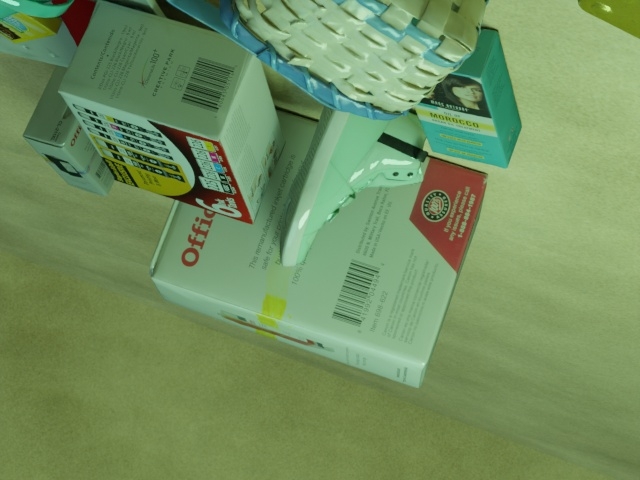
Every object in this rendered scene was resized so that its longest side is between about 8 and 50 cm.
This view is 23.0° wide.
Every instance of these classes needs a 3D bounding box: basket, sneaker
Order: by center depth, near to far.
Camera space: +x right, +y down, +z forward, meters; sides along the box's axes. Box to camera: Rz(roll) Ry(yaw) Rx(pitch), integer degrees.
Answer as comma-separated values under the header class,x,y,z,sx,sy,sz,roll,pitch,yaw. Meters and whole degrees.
class,x,y,z,sx,sy,sz,roll,pitch,yaw
basket,0.014,-0.224,1.482,0.255,0.201,0.289,30,149,-28
sneaker,0.046,-0.060,1.978,0.151,0.256,0.094,18,-156,-14

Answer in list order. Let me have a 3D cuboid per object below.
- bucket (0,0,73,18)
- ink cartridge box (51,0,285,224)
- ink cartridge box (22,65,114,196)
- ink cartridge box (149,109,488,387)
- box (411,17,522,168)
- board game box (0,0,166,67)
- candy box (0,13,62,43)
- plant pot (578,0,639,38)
class,x,y,z,sx,sy,sz,roll,pitch,yaw
bucket,-0.314,-0.329,1.452,0.183,0.281,0.281,-2,153,46
ink cartridge box,-0.204,-0.160,1.929,0.272,0.130,0.309,18,165,11
ink cartridge box,-0.345,-0.161,2.280,0.072,0.127,0.175,17,163,21
ink cartridge box,0.000,0.000,2.126,0.385,0.279,0.160,19,166,7
box,0.161,-0.164,1.778,0.101,0.060,0.244,14,163,19
board game box,-0.351,-0.314,1.920,0.390,0.050,0.390,14,164,19
candy box,-0.422,-0.303,1.900,0.206,0.027,0.105,31,158,-36
plant pot,0.301,-0.239,1.131,0.212,0.187,0.212,24,163,-13
